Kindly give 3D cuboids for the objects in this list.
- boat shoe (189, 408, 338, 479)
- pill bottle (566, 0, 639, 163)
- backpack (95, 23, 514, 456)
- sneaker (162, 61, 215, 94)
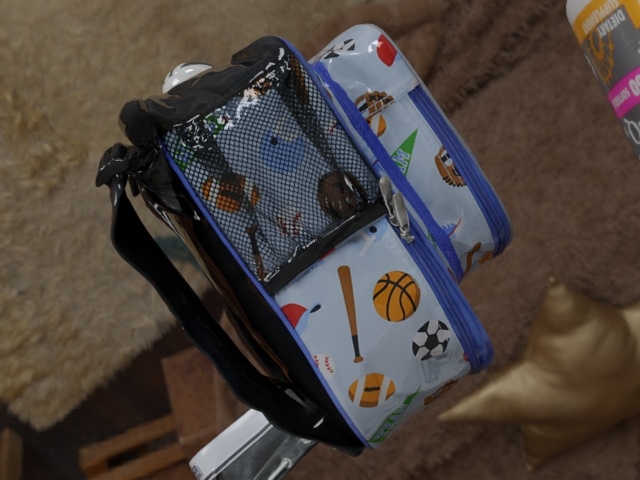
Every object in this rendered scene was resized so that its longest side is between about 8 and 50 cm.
[{"bbox_3d":[0.006,0.184,1.161,0.306,0.105,0.113,-38,167,-11],"label":"boat shoe"},{"bbox_3d":[0.282,-0.068,0.665,0.162,0.278,0.162,-24,171,-4],"label":"pill bottle"},{"bbox_3d":[0.000,0.000,0.710,0.213,0.276,0.263,-28,96,-3],"label":"backpack"},{"bbox_3d":[-0.055,-0.079,1.063,0.228,0.132,0.086,16,150,-21],"label":"sneaker"}]
